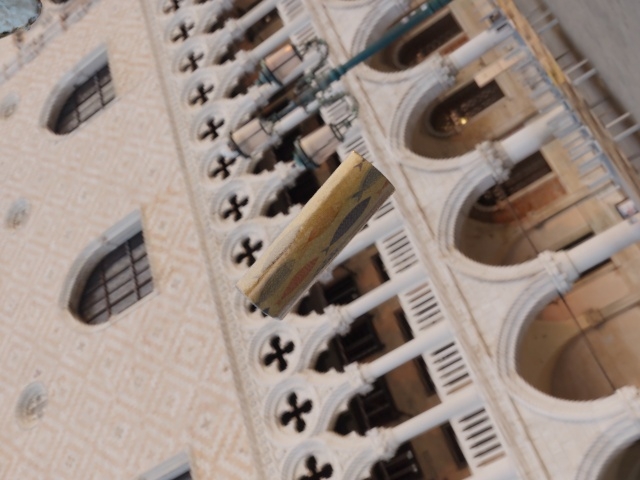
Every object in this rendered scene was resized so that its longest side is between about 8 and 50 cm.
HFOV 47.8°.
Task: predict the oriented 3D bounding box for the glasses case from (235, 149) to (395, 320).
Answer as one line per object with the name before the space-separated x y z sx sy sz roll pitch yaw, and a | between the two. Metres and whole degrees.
glasses case | 0.000 0.000 0.686 0.041 0.170 0.065 42 -178 36

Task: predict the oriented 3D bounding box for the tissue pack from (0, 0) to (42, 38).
tissue pack | -0.246 -0.242 0.413 0.226 0.092 0.183 58 169 34
